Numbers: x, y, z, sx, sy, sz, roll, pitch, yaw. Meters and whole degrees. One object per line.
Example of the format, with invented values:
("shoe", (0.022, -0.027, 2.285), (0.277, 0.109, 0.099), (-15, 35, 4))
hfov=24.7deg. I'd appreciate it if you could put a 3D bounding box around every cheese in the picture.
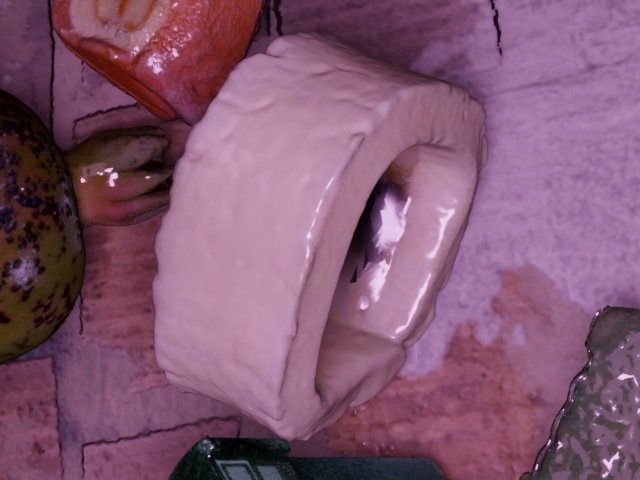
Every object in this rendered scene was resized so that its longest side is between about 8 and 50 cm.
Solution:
("cheese", (0.003, 0.001, 1.258), (0.153, 0.292, 0.332), (25, 99, 27))

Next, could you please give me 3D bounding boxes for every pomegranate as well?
("pomegranate", (-0.302, -0.038, 1.433), (0.341, 0.285, 0.285), (-20, 66, -16))

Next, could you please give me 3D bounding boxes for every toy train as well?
("toy train", (0.019, 0.247, 1.177), (0.178, 0.330, 0.138), (52, 123, 40))

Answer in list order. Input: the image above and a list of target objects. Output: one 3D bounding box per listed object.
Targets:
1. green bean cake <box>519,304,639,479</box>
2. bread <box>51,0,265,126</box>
("green bean cake", (0.287, 0.181, 1.174), (0.223, 0.125, 0.227), (18, 86, 24))
("bread", (-0.155, -0.257, 1.481), (0.190, 0.123, 0.244), (21, 84, 28))
